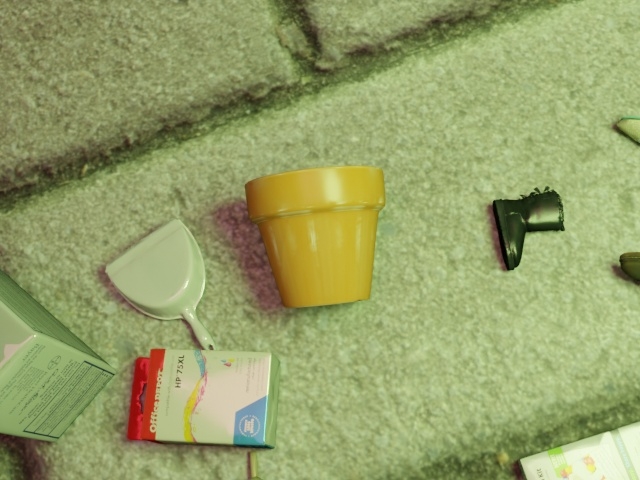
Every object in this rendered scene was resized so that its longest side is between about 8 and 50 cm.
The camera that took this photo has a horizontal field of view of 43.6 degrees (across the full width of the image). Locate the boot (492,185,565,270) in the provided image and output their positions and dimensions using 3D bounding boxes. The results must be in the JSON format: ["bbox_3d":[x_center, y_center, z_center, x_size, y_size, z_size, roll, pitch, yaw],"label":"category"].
[{"bbox_3d":[0.318,-0.019,1.207,0.099,0.045,0.121,-7,71,2],"label":"boot"}]

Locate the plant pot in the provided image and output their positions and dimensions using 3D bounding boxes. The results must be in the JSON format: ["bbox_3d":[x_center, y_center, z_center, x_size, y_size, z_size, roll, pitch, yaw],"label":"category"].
[{"bbox_3d":[0.000,0.000,1.176,0.205,0.205,0.188,-6,87,6],"label":"plant pot"}]

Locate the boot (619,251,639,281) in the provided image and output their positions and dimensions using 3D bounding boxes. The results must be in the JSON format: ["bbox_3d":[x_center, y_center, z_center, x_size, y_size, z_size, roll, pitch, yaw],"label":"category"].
[{"bbox_3d":[0.515,0.097,1.121,0.219,0.082,0.106,23,74,12],"label":"boot"}]

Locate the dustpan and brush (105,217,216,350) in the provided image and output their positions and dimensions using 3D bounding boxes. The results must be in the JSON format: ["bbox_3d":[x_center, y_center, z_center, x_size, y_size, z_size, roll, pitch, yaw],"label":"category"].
[{"bbox_3d":[-0.224,0.088,1.249,0.147,0.060,0.211,-35,64,-2],"label":"dustpan and brush"}]

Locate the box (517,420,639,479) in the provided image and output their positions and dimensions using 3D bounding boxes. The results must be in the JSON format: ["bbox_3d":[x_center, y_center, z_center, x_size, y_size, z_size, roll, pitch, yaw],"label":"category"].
[{"bbox_3d":[0.382,0.340,1.086,0.186,0.038,0.145,-18,71,3],"label":"box"}]

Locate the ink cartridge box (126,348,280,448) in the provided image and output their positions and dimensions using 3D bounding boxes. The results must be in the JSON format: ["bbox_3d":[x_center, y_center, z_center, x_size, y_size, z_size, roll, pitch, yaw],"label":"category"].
[{"bbox_3d":[-0.181,0.232,1.179,0.231,0.078,0.134,0,72,9],"label":"ink cartridge box"}]

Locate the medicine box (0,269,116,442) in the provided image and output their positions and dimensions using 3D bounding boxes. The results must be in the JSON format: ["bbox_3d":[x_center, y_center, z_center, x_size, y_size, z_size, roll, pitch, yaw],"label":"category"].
[{"bbox_3d":[-0.474,0.139,1.138,0.263,0.289,0.149,37,79,17],"label":"medicine box"}]

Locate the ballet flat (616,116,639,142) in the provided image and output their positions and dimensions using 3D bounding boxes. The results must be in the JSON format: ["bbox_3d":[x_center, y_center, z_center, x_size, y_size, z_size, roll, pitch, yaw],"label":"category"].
[{"bbox_3d":[0.535,-0.152,1.213,0.168,0.057,0.052,9,84,11],"label":"ballet flat"}]

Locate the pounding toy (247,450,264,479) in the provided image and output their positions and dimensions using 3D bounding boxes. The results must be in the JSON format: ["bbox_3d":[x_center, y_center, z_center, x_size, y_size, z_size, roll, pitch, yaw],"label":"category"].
[{"bbox_3d":[-0.084,0.391,1.116,0.141,0.100,0.130,28,93,18],"label":"pounding toy"}]
